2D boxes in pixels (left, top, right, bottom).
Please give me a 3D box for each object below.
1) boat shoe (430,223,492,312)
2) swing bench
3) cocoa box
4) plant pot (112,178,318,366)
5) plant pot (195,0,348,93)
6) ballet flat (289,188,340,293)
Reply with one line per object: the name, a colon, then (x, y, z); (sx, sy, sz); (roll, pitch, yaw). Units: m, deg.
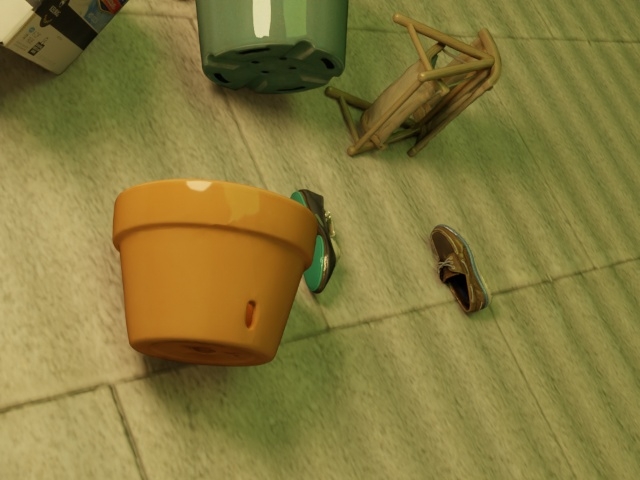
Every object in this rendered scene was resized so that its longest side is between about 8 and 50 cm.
boat shoe: (0.260, 0.053, 1.672); (0.066, 0.066, 0.183); (-21, 75, -42)
swing bench: (0.195, -0.294, 1.732); (0.255, 0.253, 0.165); (0, 61, -36)
cocoa box: (-0.417, -0.411, 1.250); (0.231, 0.228, 0.347); (43, 0, -6)
plant pot: (-0.155, 0.059, 1.225); (0.291, 0.291, 0.203); (15, 69, -29)
plant pot: (-0.086, -0.458, 1.568); (0.341, 0.341, 0.333); (4, 79, -35)
ballet flat: (0.000, 0.000, 1.513); (0.074, 0.074, 0.203); (7, 55, -33)
